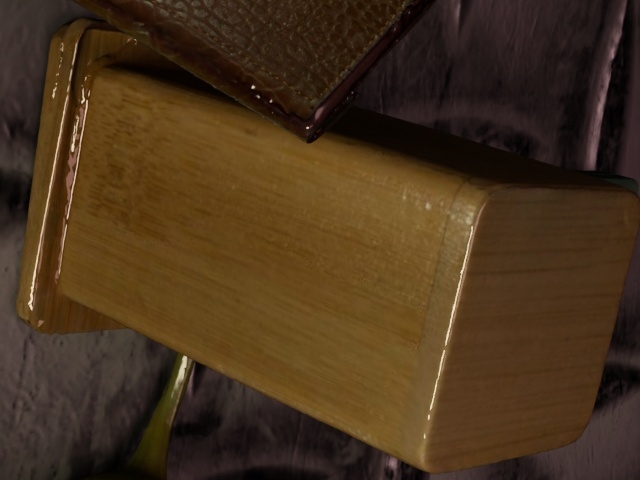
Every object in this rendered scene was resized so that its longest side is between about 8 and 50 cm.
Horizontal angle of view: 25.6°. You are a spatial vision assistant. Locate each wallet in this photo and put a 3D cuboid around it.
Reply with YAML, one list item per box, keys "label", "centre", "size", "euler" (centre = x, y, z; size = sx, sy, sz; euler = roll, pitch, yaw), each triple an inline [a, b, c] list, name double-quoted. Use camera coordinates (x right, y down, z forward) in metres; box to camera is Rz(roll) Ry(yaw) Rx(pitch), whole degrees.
- label: "wallet"
  centre: [-0.067, -0.152, 0.725]
  size: [0.133, 0.243, 0.039]
  euler: [-51, 161, -26]

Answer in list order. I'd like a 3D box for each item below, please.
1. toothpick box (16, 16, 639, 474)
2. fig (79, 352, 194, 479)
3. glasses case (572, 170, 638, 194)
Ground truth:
- label: "toothpick box"
  centre: [0.000, 0.000, 0.791]
  size: [0.187, 0.308, 0.190]
  euler: [1, 104, -48]
- label: "fig"
  centre: [-0.121, 0.159, 0.889]
  size: [0.124, 0.124, 0.236]
  euler: [52, 41, -44]
- label: "glasses case"
  centre: [0.235, 0.031, 1.262]
  size: [0.078, 0.039, 0.184]
  euler: [-2, 105, -47]
